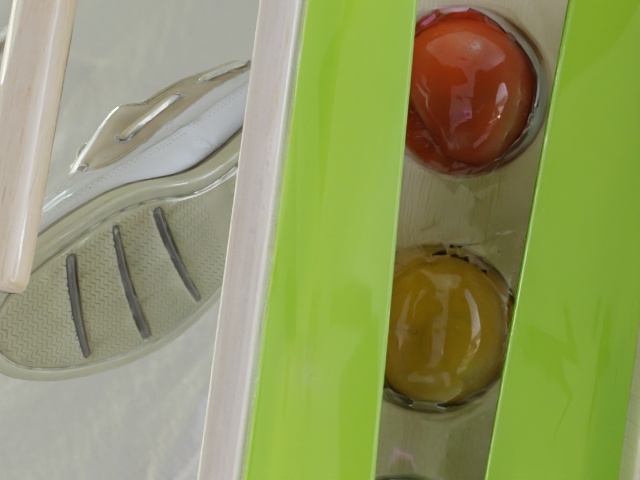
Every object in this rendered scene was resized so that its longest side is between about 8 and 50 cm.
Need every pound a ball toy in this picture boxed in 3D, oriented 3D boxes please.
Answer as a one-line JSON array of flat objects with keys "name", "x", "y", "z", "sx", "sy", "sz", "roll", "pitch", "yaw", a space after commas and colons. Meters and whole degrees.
[{"name": "pound a ball toy", "x": 0.000, "y": 0.000, "z": 0.375, "sx": 0.208, "sy": 0.319, "sz": 0.136, "roll": 7, "pitch": 179, "yaw": 3}]

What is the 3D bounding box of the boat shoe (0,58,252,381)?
[{"name": "boat shoe", "x": -0.100, "y": -0.022, "z": 0.747, "sx": 0.103, "sy": 0.113, "sz": 0.302, "roll": 26, "pitch": -134, "yaw": 37}]
